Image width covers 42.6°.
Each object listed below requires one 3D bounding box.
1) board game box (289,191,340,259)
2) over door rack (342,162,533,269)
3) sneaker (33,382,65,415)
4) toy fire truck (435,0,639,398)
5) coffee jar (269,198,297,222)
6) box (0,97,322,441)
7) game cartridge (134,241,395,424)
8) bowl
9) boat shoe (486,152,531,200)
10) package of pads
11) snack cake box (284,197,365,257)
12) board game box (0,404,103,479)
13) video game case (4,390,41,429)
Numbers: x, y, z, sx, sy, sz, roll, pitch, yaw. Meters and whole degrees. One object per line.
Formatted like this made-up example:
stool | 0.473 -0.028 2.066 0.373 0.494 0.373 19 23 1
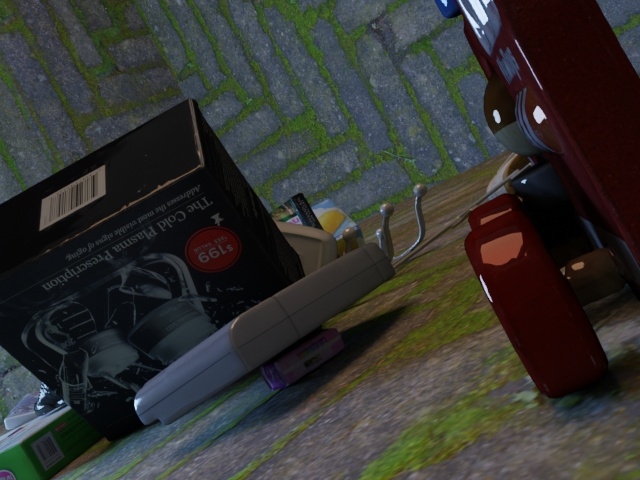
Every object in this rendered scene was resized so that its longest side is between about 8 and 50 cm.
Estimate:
board game box | 0.000 0.000 1.472 0.026 0.186 0.126 -31 2 -3
over door rack | 0.150 -0.023 1.185 0.324 0.108 0.239 -26 4 39
sneaker | -0.404 0.209 1.263 0.170 0.089 0.051 -26 3 39
toy fire truck | 0.144 -0.074 0.480 0.169 0.254 0.302 -28 2 13
coffee jar | -0.106 -0.021 1.886 0.184 0.079 0.096 -32 36 -10
box | -0.225 0.048 1.078 0.343 0.312 0.179 -28 39 7
game cartridge | -0.043 0.090 0.876 0.196 0.060 0.294 -32 -3 35
bowl | -0.046 0.038 1.263 0.142 0.142 0.053 11 -15 -1
boat shoe | 0.370 -0.143 1.319 0.277 0.098 0.096 -31 4 -25
package of pads | -0.019 0.124 0.868 0.083 0.032 0.050 -30 -1 -32
snack cake box | -0.049 0.031 1.789 0.264 0.089 0.152 -30 40 -12
board game box | -0.476 0.337 1.245 0.316 0.064 0.242 -28 2 21
video game case | -0.446 0.281 1.476 0.201 0.023 0.183 -14 5 -8
